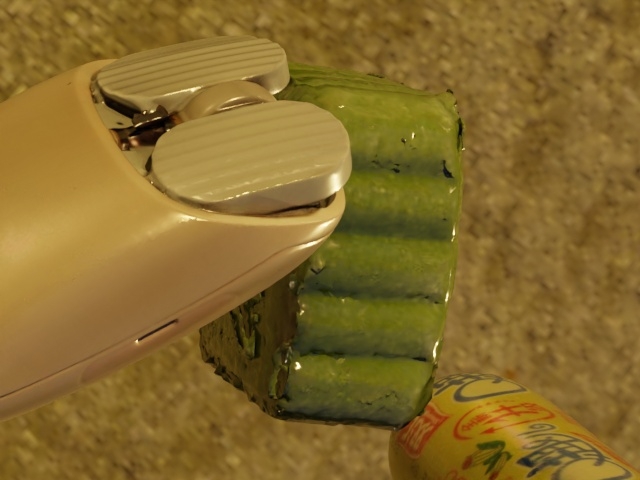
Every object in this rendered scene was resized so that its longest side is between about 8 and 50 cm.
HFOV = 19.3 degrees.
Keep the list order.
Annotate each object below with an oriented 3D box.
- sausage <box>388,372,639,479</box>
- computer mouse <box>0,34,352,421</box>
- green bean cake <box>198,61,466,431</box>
[{"bbox_3d":[0.136,0.172,1.179,0.123,0.347,0.123,-6,109,-19],"label":"sausage"},{"bbox_3d":[-0.104,-0.009,0.821,0.236,0.145,0.082,-27,134,-5],"label":"computer mouse"},{"bbox_3d":[0.000,0.000,1.093,0.113,0.214,0.200,3,101,-19],"label":"green bean cake"}]
